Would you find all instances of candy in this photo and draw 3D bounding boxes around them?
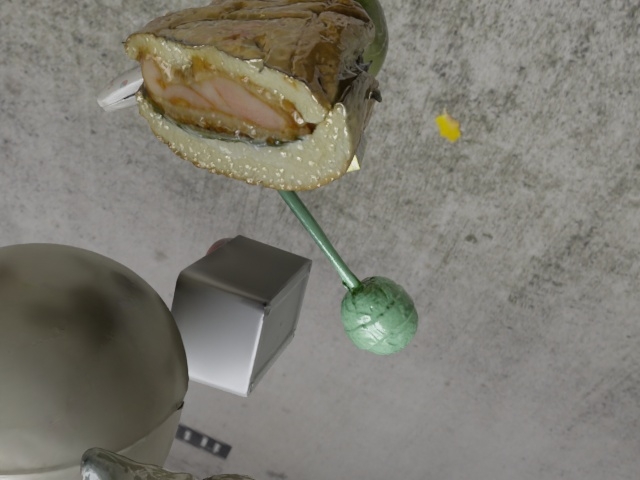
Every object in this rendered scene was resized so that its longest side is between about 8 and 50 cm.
[{"bbox_3d":[0.000,0.000,1.071,0.119,0.119,0.440,-26,107,45],"label":"candy"}]

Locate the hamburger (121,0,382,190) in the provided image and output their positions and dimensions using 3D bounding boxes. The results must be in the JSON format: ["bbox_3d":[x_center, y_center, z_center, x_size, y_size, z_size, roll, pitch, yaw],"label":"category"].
[{"bbox_3d":[-0.041,-0.180,0.778,0.329,0.209,0.162,20,135,38],"label":"hamburger"}]

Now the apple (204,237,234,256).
[{"bbox_3d":[-0.185,0.065,1.556,0.156,0.158,0.147,19,107,-2],"label":"apple"}]

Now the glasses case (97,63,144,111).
[{"bbox_3d":[-0.260,-0.256,1.089,0.204,0.081,0.051,-19,125,16],"label":"glasses case"}]

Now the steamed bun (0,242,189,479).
[{"bbox_3d":[-0.310,0.159,0.748,0.333,0.374,0.334,-1,102,-3],"label":"steamed bun"}]

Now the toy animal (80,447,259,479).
[{"bbox_3d":[-0.073,0.286,0.490,0.266,0.308,0.188,-14,135,16],"label":"toy animal"}]

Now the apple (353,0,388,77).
[{"bbox_3d":[-0.004,-0.501,1.762,0.357,0.357,0.357,17,139,15],"label":"apple"}]

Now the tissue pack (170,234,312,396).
[{"bbox_3d":[-0.119,0.108,1.065,0.135,0.246,0.160,17,107,10],"label":"tissue pack"}]

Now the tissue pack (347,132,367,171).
[{"bbox_3d":[0.071,-0.253,1.779,0.062,0.176,0.095,-10,119,18],"label":"tissue pack"}]
